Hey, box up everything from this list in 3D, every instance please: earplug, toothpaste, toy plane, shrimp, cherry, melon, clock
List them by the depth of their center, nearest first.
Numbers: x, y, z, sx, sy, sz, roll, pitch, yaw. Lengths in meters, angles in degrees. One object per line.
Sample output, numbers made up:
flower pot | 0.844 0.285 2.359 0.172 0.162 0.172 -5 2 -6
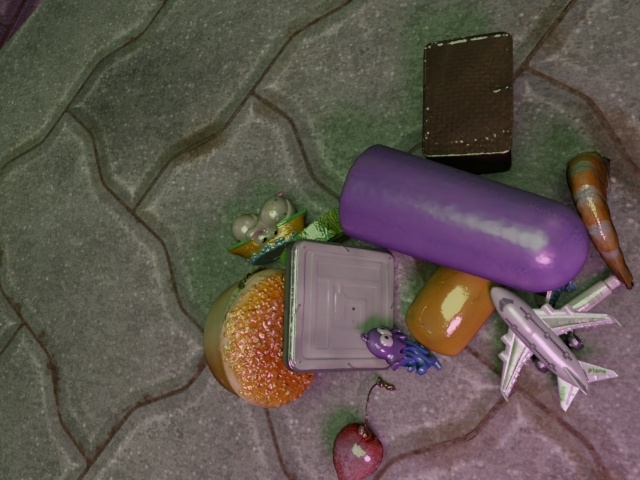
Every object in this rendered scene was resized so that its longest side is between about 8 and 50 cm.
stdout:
shrimp | 0.524 -0.057 0.879 0.068 0.185 0.287 -28 61 38
toy plane | 0.422 0.189 0.909 0.251 0.101 0.255 -45 71 20
earplug | 0.273 -0.035 0.926 0.456 0.215 0.215 23 88 32
toothpaste | 0.509 0.134 0.938 0.190 0.031 0.048 -41 77 12
cherry | 0.103 0.411 1.008 0.107 0.090 0.225 28 81 35
melon | 0.000 0.000 1.116 0.209 0.118 0.064 -40 74 14
clock | -0.134 -0.027 1.175 0.231 0.103 0.144 -28 69 11

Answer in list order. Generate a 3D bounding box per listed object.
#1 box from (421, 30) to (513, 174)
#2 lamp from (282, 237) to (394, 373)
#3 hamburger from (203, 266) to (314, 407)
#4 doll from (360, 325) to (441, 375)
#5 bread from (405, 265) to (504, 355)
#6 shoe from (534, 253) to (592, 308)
box | 0.324 -0.288 1.033 0.184 0.143 0.273 -1 78 21
lamp | 0.047 0.140 1.001 0.047 0.269 0.266 -13 73 56
hamburger | -0.108 0.205 1.015 0.170 0.302 0.302 -13 74 40
doll | 0.169 0.229 0.985 0.067 0.206 0.110 -56 25 24
bread | 0.278 0.133 0.990 0.147 0.098 0.217 34 93 20
shoe | 0.481 0.077 0.947 0.071 0.064 0.143 23 93 5
